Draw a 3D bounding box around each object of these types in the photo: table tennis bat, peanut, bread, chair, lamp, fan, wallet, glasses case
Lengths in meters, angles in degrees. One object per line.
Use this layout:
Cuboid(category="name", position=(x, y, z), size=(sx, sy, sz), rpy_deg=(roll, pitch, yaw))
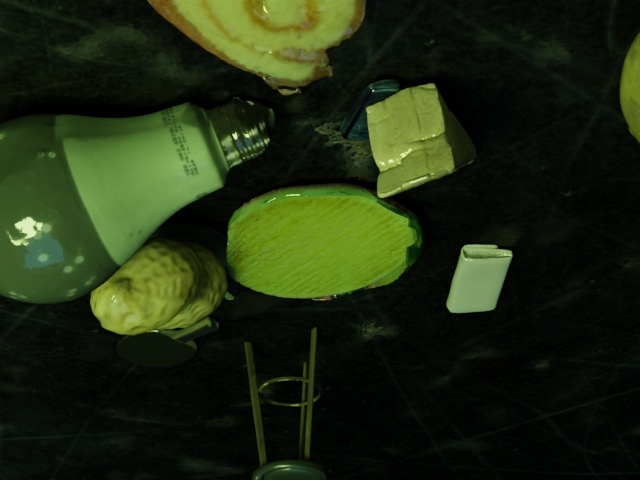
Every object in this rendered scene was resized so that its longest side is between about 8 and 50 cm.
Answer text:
Cuboid(category="table tennis bat", position=(-0.190, 0.129, 1.662), size=(0.158, 0.014, 0.095), rpy_deg=(-25, 139, 35))
Cuboid(category="peanut", position=(-0.166, 0.047, 1.386), size=(0.098, 0.103, 0.229), rpy_deg=(12, -179, 15))
Cuboid(category="bread", position=(0.000, 0.000, 1.450), size=(0.228, 0.033, 0.228), rpy_deg=(-2, 149, -1))
Cuboid(category="chair", position=(-0.035, 0.222, 1.626), size=(0.104, 0.221, 0.095), rpy_deg=(19, 146, -30))
Cuboid(category="lamp", position=(-0.199, -0.044, 1.236), size=(0.314, 0.182, 0.182), rpy_deg=(-13, 146, 15))
Cuboid(category="fan", position=(-0.141, 0.028, 1.512), size=(0.113, 0.005, 0.175), rpy_deg=(-14, 146, 19))
Cuboid(category="wallet", position=(0.184, 0.045, 1.534), size=(0.061, 0.025, 0.122), rpy_deg=(2, 147, -2))
Cuboid(category="bread", position=(0.106, -0.069, 1.258), size=(0.077, 0.105, 0.152), rpy_deg=(-20, 151, 18))
Cuboid(category="bread", position=(-0.055, -0.225, 1.010), size=(0.190, 0.123, 0.244), rpy_deg=(-7, 147, 12))
Cuboid(category="glasses case", position=(0.045, -0.127, 1.257), size=(0.033, 0.023, 0.083), rpy_deg=(0, 146, -27))

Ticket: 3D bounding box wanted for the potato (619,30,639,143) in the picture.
Cuboid(category="potato", position=(0.382, -0.124, 1.171), size=(0.191, 0.141, 0.296), rpy_deg=(-38, 134, 20))
